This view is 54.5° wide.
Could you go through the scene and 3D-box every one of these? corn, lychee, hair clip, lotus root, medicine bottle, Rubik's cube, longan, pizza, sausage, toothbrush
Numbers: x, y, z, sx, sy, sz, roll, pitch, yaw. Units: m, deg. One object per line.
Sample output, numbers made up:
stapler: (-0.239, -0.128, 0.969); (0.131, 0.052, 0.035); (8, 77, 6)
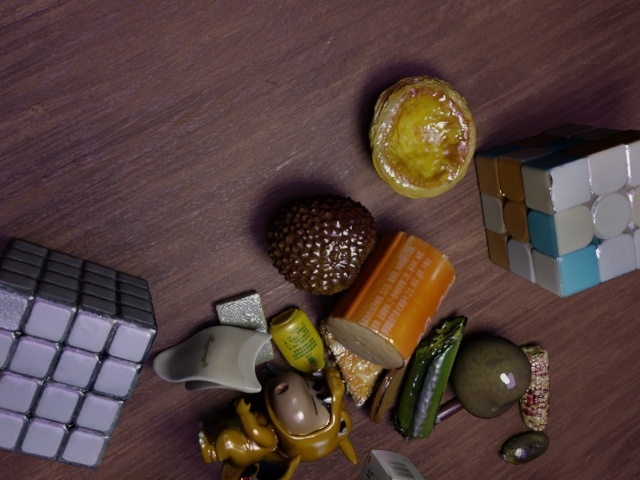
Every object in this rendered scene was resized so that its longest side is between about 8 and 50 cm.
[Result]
corn: (0.667, 0.462, 1.938); (0.098, 0.098, 0.290); (-15, 111, -13)
lychee: (0.000, 0.000, 1.535); (0.267, 0.267, 0.268); (-4, 105, -16)
hair clip: (-0.276, 0.300, 1.552); (0.281, 0.173, 0.113); (-17, 130, 24)
lotus root: (0.658, 0.664, 1.990); (0.179, 0.080, 0.089); (-17, 109, -12)
medicine bottle: (-0.029, 0.324, 1.691); (0.111, 0.076, 0.309); (-31, 112, -6)
Rubik's cube: (-0.579, 0.235, 1.353); (0.343, 0.344, 0.337); (21, 98, -22)
longan: (0.488, 0.393, 1.789); (0.214, 0.246, 0.246); (9, 102, 9)
hair clip: (-0.103, 0.372, 1.703); (0.115, 0.039, 0.030); (31, 88, -19)
pizza: (0.143, 0.304, 1.743); (0.251, 0.074, 0.288); (-22, 110, -11)
sausage: (0.180, 0.155, 1.592); (0.233, 0.233, 0.287); (47, 65, -22)
Rubik's cube: (0.664, -0.097, 1.664); (0.346, 0.344, 0.347); (-16, 109, -12)
toothbrush: (0.406, 0.505, 1.895); (0.363, 0.041, 0.041); (-28, 110, -9)

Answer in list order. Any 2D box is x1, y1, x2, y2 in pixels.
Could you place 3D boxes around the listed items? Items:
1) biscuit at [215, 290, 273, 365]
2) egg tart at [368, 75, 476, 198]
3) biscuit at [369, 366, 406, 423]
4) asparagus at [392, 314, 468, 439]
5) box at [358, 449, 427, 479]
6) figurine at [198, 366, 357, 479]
biscuit: (-0.198, 0.241, 1.638); (0.121, 0.040, 0.200); (-17, 109, -14)
egg tart: (0.249, -0.267, 1.607); (0.318, 0.128, 0.319); (-4, 104, -19)
biscuit: (0.199, 0.408, 1.768); (0.229, 0.031, 0.176); (-57, 157, -15)
asparagus: (0.314, 0.385, 1.800); (0.128, 0.108, 0.382); (18, 97, 10)
box: (0.179, 0.811, 1.828); (0.145, 0.173, 0.333); (19, 97, -19)
figurine: (-0.113, 0.501, 1.611); (0.386, 0.401, 0.268); (-15, 69, -12)
